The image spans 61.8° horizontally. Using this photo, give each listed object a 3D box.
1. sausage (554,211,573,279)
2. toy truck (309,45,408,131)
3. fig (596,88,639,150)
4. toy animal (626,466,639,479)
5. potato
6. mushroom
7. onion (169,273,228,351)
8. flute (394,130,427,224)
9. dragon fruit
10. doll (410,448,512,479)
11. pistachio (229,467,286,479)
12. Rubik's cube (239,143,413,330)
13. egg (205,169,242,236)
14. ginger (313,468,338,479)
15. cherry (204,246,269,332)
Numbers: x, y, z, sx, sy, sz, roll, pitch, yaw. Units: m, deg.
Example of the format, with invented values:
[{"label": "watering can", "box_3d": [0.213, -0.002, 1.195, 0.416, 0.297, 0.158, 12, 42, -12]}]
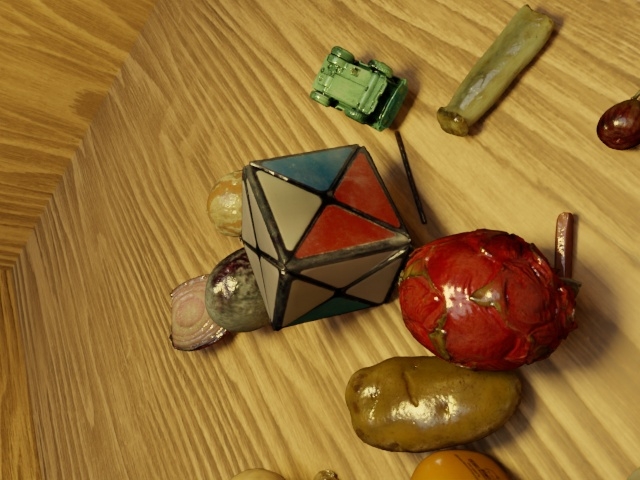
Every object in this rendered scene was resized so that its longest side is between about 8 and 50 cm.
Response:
[{"label": "sausage", "box_3d": [0.472, 0.018, 1.035, 0.035, 0.030, 0.147, 0, 80, 43]}, {"label": "toy truck", "box_3d": [0.099, -0.394, 1.395, 0.279, 0.156, 0.155, 38, 106, 41]}, {"label": "fig", "box_3d": [0.566, -0.230, 0.985, 0.089, 0.089, 0.125, 13, 63, 44]}, {"label": "toy animal", "box_3d": [0.552, 0.451, 0.732, 0.265, 0.272, 0.206, 44, 136, 27]}, {"label": "potato", "box_3d": [0.225, 0.332, 1.103, 0.369, 0.195, 0.176, -14, 94, 31]}, {"label": "mushroom", "box_3d": [0.381, -0.364, 1.183, 0.312, 0.081, 0.100, -51, 54, 16]}, {"label": "onion", "box_3d": [-0.353, 0.236, 1.711, 0.247, 0.111, 0.250, -20, 54, 14]}, {"label": "flute", "box_3d": [0.221, -0.159, 1.324, 0.014, 0.014, 0.269, -30, 61, 35]}, {"label": "dragon fruit", "box_3d": [0.299, 0.108, 0.999, 0.342, 0.277, 0.277, -1, 78, 21]}, {"label": "doll", "box_3d": [0.258, 0.523, 1.007, 0.213, 0.213, 0.236, 31, 112, 43]}, {"label": "pistachio", "box_3d": [-0.142, 0.664, 1.286, 0.230, 0.309, 0.230, -1, 70, 2]}, {"label": "Rubik's cube", "box_3d": [0.000, 0.000, 1.235, 0.310, 0.305, 0.307, 105, 147, -55]}, {"label": "egg", "box_3d": [-0.225, -0.112, 1.599, 0.245, 0.203, 0.203, -28, 59, 8]}, {"label": "ginger", "box_3d": [0.027, 0.692, 1.211, 0.148, 0.081, 0.333, 2, 48, 13]}, {"label": "cherry", "box_3d": [-0.206, 0.136, 1.498, 0.218, 0.296, 0.255, 41, 106, 11]}]
